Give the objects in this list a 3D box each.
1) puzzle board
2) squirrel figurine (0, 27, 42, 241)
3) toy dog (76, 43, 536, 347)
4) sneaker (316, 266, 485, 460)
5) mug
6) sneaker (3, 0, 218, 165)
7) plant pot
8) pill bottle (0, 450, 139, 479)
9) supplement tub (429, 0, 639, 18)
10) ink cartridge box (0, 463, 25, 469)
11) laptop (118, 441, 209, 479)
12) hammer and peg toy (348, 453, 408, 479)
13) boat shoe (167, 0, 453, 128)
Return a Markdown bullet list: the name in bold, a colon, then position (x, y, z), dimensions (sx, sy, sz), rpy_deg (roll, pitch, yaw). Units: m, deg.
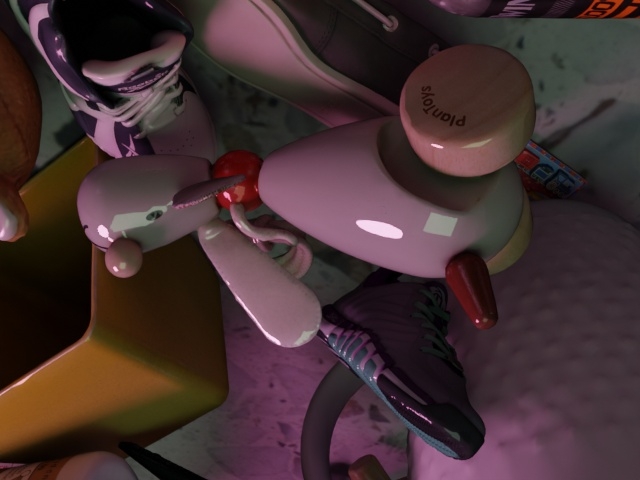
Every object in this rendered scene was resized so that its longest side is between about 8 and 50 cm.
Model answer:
- **puzzle board**: position (0.158, -0.051, 0.814), dimensions (0.128, 0.011, 0.096), rpy_deg (30, 123, -24)
- **squirrel figurine**: position (-0.386, -0.029, 0.667), dimensions (0.370, 0.281, 0.397), rpy_deg (-7, 122, -15)
- **toy dog**: position (0.000, 0.000, 0.620), dimensions (0.333, 0.161, 0.220), rpy_deg (-21, 139, 29)
- **sneaker**: position (0.068, 0.071, 0.672), dimensions (0.098, 0.223, 0.083), rpy_deg (-44, 118, -6)
- **mug**: position (0.161, 0.147, 0.769), dimensions (0.373, 0.328, 0.276), rpy_deg (-14, 135, 15)
- **sneaker**: position (-0.130, -0.109, 0.650), dimensions (0.094, 0.153, 0.235), rpy_deg (-33, 126, -10)
- **plant pot**: position (-0.196, 0.077, 0.797), dimensions (0.212, 0.212, 0.187), rpy_deg (-32, 135, 23)
- **pill bottle**: position (-0.266, 0.255, 0.753), dimensions (0.229, 0.131, 0.131), rpy_deg (-14, 130, 14)
- **supplement tub**: position (0.179, -0.233, 0.531), dimensions (0.337, 0.207, 0.207), rpy_deg (0, 130, -1)
- **ink cartridge box**: position (-0.334, 0.335, 0.952), dimensions (0.117, 0.283, 0.207), rpy_deg (4, 130, 0)
- **laptop**: position (-0.061, 0.318, 0.791), dimensions (0.234, 0.137, 0.264), rpy_deg (15, 153, 33)
- **hammer and peg toy**: position (0.021, 0.345, 0.981), dimensions (0.361, 0.266, 0.127), rpy_deg (-31, 97, 29)
- **boat shoe**: position (0.003, -0.153, 0.685), dimensions (0.335, 0.096, 0.112), rpy_deg (33, 158, -22)
